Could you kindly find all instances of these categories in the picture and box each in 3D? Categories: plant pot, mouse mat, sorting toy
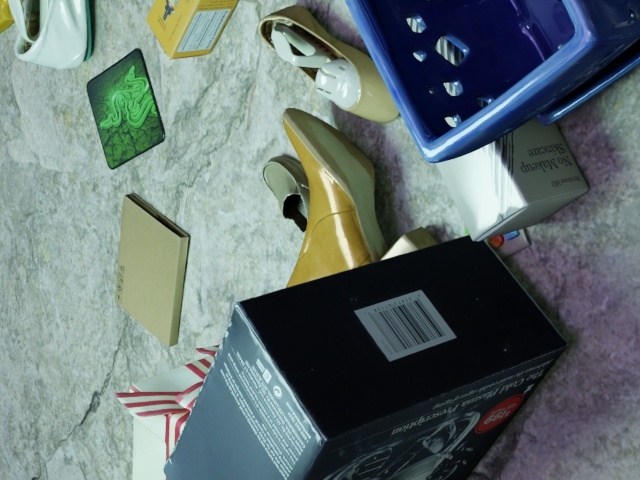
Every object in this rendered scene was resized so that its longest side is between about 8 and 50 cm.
[{"bbox_3d":[0.192,-0.234,1.182,0.236,0.212,0.236,-38,71,47],"label":"plant pot"},{"bbox_3d":[-0.311,-0.205,1.966,0.190,0.007,0.152,-20,85,50],"label":"mouse mat"},{"bbox_3d":[0.196,-0.009,1.406,0.083,0.012,0.062,-31,77,50],"label":"sorting toy"}]

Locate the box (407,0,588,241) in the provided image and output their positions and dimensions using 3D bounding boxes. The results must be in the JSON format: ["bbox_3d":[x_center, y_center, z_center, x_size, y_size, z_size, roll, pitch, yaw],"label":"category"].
[{"bbox_3d":[0.166,-0.145,1.325,0.094,0.113,0.275,-39,72,47],"label":"box"}]

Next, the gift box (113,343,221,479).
[{"bbox_3d":[-0.128,0.285,1.698,0.276,0.255,0.258,27,123,36],"label":"gift box"}]

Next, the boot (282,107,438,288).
[{"bbox_3d":[0.001,0.000,1.547,0.295,0.104,0.211,50,120,18],"label":"boot"}]

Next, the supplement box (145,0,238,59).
[{"bbox_3d":[-0.154,-0.351,1.677,0.078,0.080,0.233,59,137,21],"label":"supplement box"}]

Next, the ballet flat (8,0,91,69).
[{"bbox_3d":[-0.425,-0.458,1.923,0.139,0.139,0.400,25,119,44],"label":"ballet flat"}]

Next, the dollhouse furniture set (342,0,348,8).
[{"bbox_3d":[0.027,-0.305,1.466,0.114,0.081,0.091,53,136,26],"label":"dollhouse furniture set"}]

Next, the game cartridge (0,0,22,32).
[{"bbox_3d":[-0.652,-0.497,2.253,0.324,0.053,0.285,-15,90,52],"label":"game cartridge"}]

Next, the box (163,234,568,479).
[{"bbox_3d":[0.044,0.187,1.377,0.179,0.343,0.312,55,141,26],"label":"box"}]

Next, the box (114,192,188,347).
[{"bbox_3d":[-0.271,0.048,1.981,0.164,0.021,0.201,34,125,40],"label":"box"}]

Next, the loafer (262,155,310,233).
[{"bbox_3d":[-0.034,-0.060,1.639,0.148,0.050,0.056,43,130,33],"label":"loafer"}]

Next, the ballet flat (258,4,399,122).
[{"bbox_3d":[0.005,-0.211,1.528,0.232,0.073,0.080,43,131,34],"label":"ballet flat"}]
